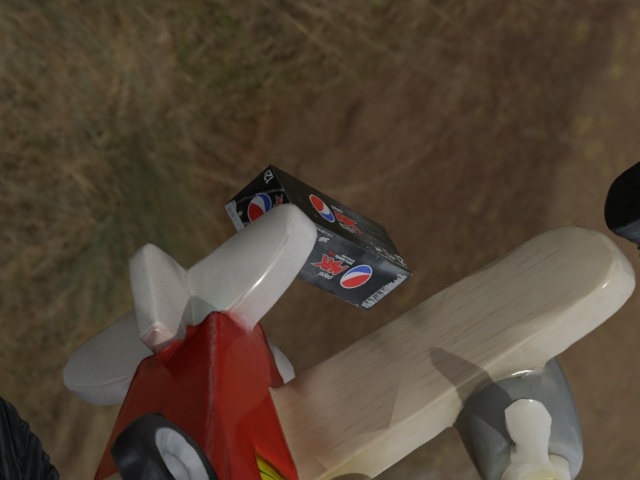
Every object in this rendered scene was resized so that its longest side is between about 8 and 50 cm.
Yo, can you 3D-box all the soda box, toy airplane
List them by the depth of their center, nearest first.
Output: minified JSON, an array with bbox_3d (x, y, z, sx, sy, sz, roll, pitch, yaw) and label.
[{"bbox_3d":[-0.037,0.157,0.933,0.272,0.386,0.384,49,61,-15],"label":"toy airplane"},{"bbox_3d":[0.000,0.000,1.352,0.053,0.060,0.169,-41,143,17],"label":"soda box"}]

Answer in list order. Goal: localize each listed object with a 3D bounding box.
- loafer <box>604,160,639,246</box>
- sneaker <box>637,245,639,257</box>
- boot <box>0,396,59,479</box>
[{"bbox_3d":[0.253,-0.040,1.005,0.061,0.062,0.170,33,140,-29],"label":"loafer"},{"bbox_3d":[0.337,0.023,1.278,0.131,0.319,0.112,14,118,-15],"label":"sneaker"},{"bbox_3d":[-0.313,0.234,1.296,0.348,0.260,0.131,56,43,-30],"label":"boot"}]
